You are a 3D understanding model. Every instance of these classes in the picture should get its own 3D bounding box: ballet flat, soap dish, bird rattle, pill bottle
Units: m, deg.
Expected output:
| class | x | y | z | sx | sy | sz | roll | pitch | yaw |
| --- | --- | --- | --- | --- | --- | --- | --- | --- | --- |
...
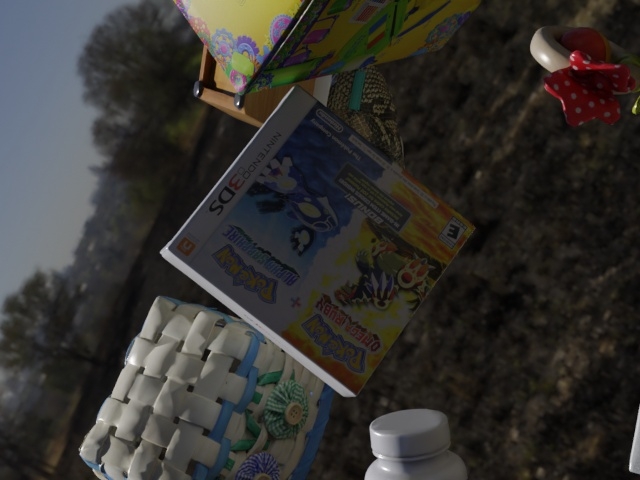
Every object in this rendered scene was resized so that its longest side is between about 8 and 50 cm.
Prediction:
| class | x | y | z | sx | sy | sz | roll | pitch | yaw |
| --- | --- | --- | --- | --- | --- | --- | --- | --- | --- |
| ballet flat | 0.068 | -0.124 | 1.706 | 0.483 | 0.164 | 0.182 | 79 | -160 | -72 |
| soap dish | -0.068 | -0.288 | 1.510 | 0.229 | 0.118 | 0.291 | 29 | 113 | 61 |
| bird rattle | 0.384 | -0.239 | 1.623 | 0.207 | 0.253 | 0.143 | 41 | 135 | 38 |
| pill bottle | 0.106 | 0.282 | 1.232 | 0.112 | 0.112 | 0.187 | -126 | 28 | -80 |

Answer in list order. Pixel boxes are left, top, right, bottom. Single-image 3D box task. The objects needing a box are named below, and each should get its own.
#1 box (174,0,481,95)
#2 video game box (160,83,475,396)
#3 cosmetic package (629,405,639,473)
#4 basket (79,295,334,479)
| class | x | y | z | sx | sy | sz | roll | pitch | yaw |
| --- | --- | --- | --- | --- | --- | --- | --- | --- | --- |
| box | 0.049 | -0.299 | 0.980 | 0.279 | 0.177 | 0.290 | -20 | -21 | -44 |
| video game box | 0.000 | 0.000 | 0.989 | 0.187 | 0.205 | 0.048 | -53 | 6 | -13 |
| cosmetic package | 0.560 | 0.249 | 1.641 | 0.385 | 0.156 | 0.217 | 22 | -101 | -63 |
| basket | -0.093 | 0.202 | 1.183 | 0.255 | 0.201 | 0.289 | -67 | -26 | -11 |
